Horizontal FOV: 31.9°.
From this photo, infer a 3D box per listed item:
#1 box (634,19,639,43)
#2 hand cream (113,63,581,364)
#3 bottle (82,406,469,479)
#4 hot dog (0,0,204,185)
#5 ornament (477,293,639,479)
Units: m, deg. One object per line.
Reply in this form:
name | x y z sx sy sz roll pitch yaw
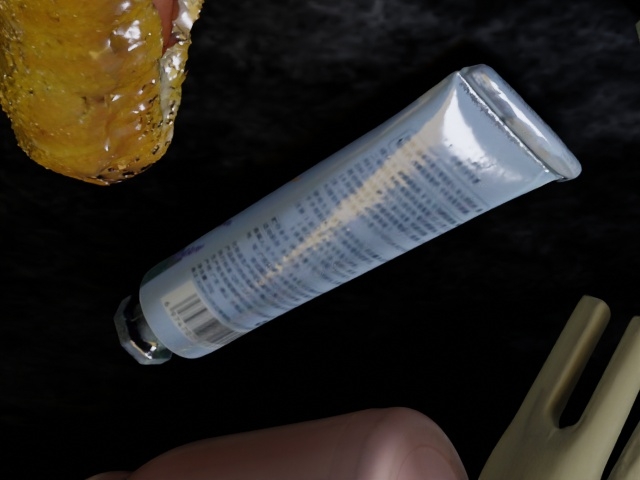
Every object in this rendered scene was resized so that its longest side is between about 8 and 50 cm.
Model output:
box | 0.246 -0.096 0.399 0.129 0.086 0.225 22 138 -27
hand cream | 0.000 0.000 0.558 0.256 0.055 0.088 -28 128 29
bottle | -0.045 0.223 0.766 0.296 0.173 0.206 -15 157 27
hot dog | -0.080 -0.117 0.384 0.083 0.068 0.289 11 144 -3
ornament | 0.146 0.184 0.695 0.061 0.245 0.230 25 168 31
